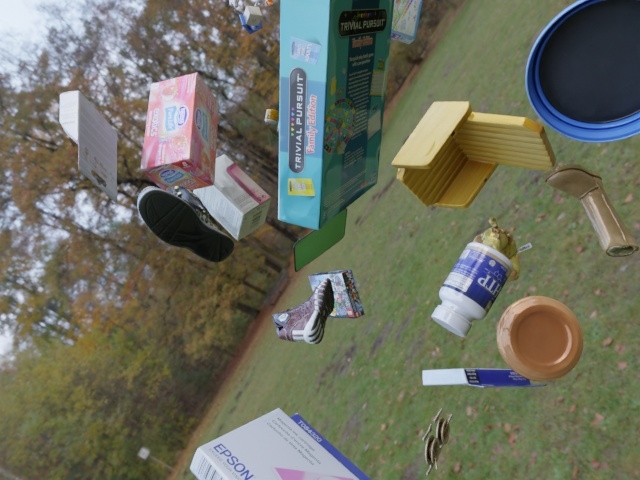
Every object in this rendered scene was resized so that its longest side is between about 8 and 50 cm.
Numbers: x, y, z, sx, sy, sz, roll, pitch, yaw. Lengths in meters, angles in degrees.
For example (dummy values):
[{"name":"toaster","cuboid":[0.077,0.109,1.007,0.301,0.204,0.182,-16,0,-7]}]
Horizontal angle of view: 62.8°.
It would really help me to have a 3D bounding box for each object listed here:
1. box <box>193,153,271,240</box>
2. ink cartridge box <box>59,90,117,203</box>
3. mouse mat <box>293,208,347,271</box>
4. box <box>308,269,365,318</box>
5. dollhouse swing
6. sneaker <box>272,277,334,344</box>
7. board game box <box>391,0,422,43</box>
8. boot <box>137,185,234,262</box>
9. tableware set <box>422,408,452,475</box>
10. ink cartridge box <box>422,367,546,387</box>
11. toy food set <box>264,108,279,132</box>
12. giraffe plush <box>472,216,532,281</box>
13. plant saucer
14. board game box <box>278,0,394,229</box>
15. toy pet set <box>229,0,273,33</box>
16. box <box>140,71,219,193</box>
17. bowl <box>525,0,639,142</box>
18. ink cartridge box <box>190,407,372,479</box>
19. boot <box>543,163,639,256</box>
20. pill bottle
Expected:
[{"name":"box","cuboid":[-0.292,-0.141,1.718,0.126,0.232,0.149,-36,-18,-35]},{"name":"ink cartridge box","cuboid":[-0.581,-0.228,1.323,0.189,0.066,0.233,68,-166,-66]},{"name":"mouse mat","cuboid":[0.000,0.000,1.441,0.189,0.007,0.153,-35,-26,-22]},{"name":"box","cuboid":[0.052,0.188,1.827,0.044,0.159,0.233,-18,3,-30]},{"name":"dollhouse swing","cuboid":[0.470,-0.213,1.579,0.315,0.305,0.346,-55,-37,3]},{"name":"sneaker","cuboid":[-0.057,0.203,1.565,0.281,0.162,0.107,-62,-38,-62]},{"name":"board game box","cuboid":[0.133,-0.445,0.943,0.026,0.103,0.154,-178,100,-75]},{"name":"boot","cuboid":[-0.293,-0.060,1.064,0.085,0.236,0.178,-47,47,3]},{"name":"tableware set","cuboid":[0.372,0.624,1.633,0.194,0.039,0.128,-25,-70,-57]},{"name":"ink cartridge box","cuboid":[0.418,0.354,1.356,0.224,0.223,0.045,-24,63,58]},{"name":"toy food set","cuboid":[-0.058,-0.326,1.600,0.111,0.232,0.105,-12,-67,-81]},{"name":"giraffe plush","cuboid":[0.565,0.029,1.698,0.210,0.170,0.181,-41,41,7]},{"name":"plant saucer","cuboid":[0.518,0.229,1.230,0.200,0.200,0.037,-59,-8,-6]},{"name":"board game box","cuboid":[0.027,-0.221,0.848,0.254,0.079,0.336,-40,-42,-55]},{"name":"toy pet set","cuboid":[-0.199,-0.658,1.509,0.065,0.122,0.114,-52,51,52]},{"name":"box","cuboid":[-0.386,-0.299,1.471,0.142,0.154,0.300,56,-151,-60]},{"name":"bowl","cuboid":[0.747,-0.450,1.370,0.391,0.391,0.077,-55,1,42]},{"name":"ink cartridge box","cuboid":[-0.027,0.472,1.034,0.330,0.324,0.072,-9,-55,-54]},{"name":"boot","cuboid":[0.795,-0.089,1.537,0.089,0.236,0.270,127,138,-53]},{"name":"pill bottle","cuboid":[0.324,0.109,1.137,0.187,0.112,0.112,-57,3,-8]}]
